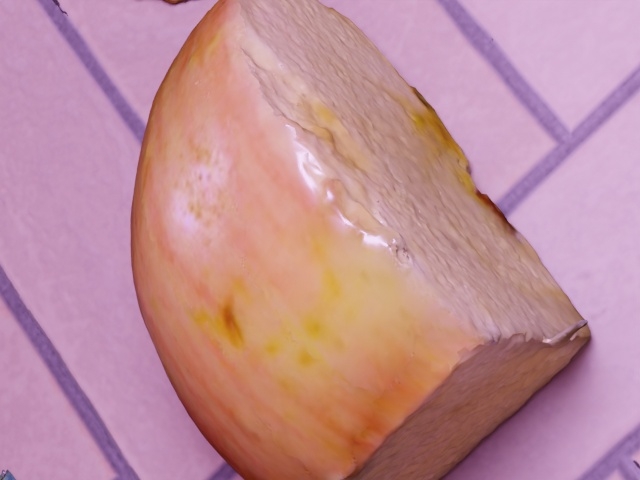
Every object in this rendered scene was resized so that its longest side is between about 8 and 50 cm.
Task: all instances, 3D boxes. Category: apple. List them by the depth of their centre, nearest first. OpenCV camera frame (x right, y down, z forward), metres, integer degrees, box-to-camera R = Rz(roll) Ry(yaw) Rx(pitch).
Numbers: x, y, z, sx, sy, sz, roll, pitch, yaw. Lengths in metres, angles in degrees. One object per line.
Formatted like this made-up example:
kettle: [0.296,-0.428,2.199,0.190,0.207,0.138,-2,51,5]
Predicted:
apple: [0.000,0.000,1.199,0.252,0.314,0.309,-31,69,-25]

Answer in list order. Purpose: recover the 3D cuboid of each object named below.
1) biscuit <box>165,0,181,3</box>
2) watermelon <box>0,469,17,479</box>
biscuit: [-0.098,-0.299,1.375,0.262,0.037,0.262,-4,81,28]
watermelon: [-0.242,0.289,1.342,0.146,0.128,0.231,26,94,11]
